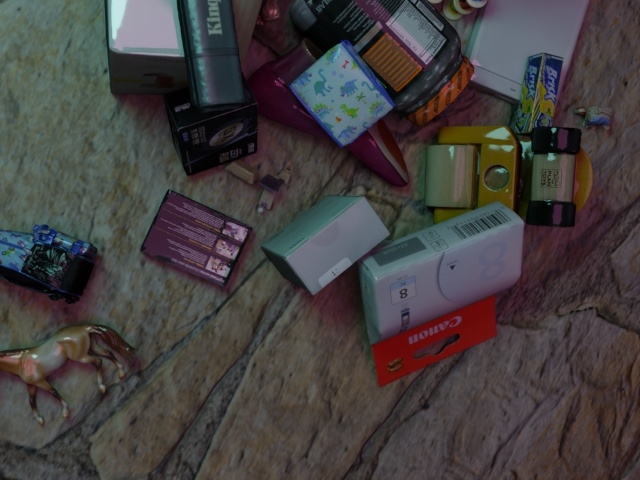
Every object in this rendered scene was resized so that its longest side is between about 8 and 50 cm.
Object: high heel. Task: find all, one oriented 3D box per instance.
[{"bbox_3d":[0.017,-0.218,1.347,0.181,0.127,0.377,-31,114,26],"label":"high heel"}]

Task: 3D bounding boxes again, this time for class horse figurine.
[{"bbox_3d":[-0.479,0.231,1.239,0.263,0.066,0.174,-30,107,-9],"label":"horse figurine"}]

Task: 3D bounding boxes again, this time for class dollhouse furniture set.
[{"bbox_3d":[-0.133,-0.115,1.337,0.114,0.091,0.081,30,128,6],"label":"dollhouse furniture set"}]

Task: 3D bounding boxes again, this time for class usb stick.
[{"bbox_3d":[-0.155,-0.311,0.901,0.077,0.045,0.277,-9,97,-18],"label":"usb stick"}]

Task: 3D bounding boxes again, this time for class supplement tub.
[{"bbox_3d":[0.123,-0.393,1.282,0.338,0.207,0.207,41,83,-15],"label":"supplement tub"}]

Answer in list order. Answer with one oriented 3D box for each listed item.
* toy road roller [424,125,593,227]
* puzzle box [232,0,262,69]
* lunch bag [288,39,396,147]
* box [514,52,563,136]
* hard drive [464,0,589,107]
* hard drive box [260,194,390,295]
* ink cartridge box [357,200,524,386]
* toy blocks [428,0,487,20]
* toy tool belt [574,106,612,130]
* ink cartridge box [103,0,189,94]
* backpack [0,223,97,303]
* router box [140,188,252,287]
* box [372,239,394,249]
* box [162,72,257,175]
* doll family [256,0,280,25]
[{"bbox_3d":[0.400,-0.130,1.410,0.330,0.241,0.202,4,94,22],"label":"toy road roller"},{"bbox_3d":[-0.158,-0.491,1.087,0.052,0.272,0.408,-2,69,-18],"label":"puzzle box"},{"bbox_3d":[0.042,-0.262,1.196,0.129,0.096,0.151,-37,98,18],"label":"lunch bag"},{"bbox_3d":[0.462,-0.306,1.411,0.054,0.059,0.168,8,93,-18],"label":"box"},{"bbox_3d":[0.457,-0.477,1.450,0.233,0.047,0.352,18,89,-16],"label":"hard drive"},{"bbox_3d":[0.000,0.000,1.265,0.181,0.232,0.089,-38,102,-9],"label":"hard drive box"},{"bbox_3d":[0.245,0.138,1.329,0.308,0.091,0.384,-21,129,-12],"label":"ink cartridge box"},{"bbox_3d":[0.270,-0.500,1.344,0.123,0.148,0.054,13,90,-16],"label":"toy blocks"},{"bbox_3d":[0.619,-0.275,1.508,0.083,0.052,0.051,-1,86,-15],"label":"toy tool belt"},{"bbox_3d":[-0.269,-0.403,1.084,0.161,0.385,0.279,-3,95,-18],"label":"ink cartridge box"},{"bbox_3d":[-0.501,0.031,1.177,0.173,0.158,0.116,21,80,-4],"label":"backpack"},{"bbox_3d":[-0.241,-0.004,1.295,0.179,0.046,0.133,25,88,-15],"label":"router box"},{"bbox_3d":[0.156,0.053,1.380,0.087,0.101,0.101,9,90,-16],"label":"box"},{"bbox_3d":[-0.196,-0.209,1.217,0.148,0.180,0.077,-21,73,-14],"label":"box"},{"bbox_3d":[-0.076,-0.507,1.184,0.118,0.163,0.263,24,129,-32],"label":"doll family"}]
